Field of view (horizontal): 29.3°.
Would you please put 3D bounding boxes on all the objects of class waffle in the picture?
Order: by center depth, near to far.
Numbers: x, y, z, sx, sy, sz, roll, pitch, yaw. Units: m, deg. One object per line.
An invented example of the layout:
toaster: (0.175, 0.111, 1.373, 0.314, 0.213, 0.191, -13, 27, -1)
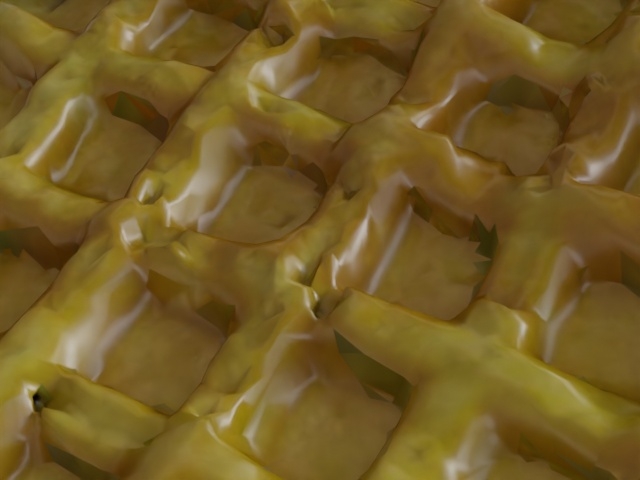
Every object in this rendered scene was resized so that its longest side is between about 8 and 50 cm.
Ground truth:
waffle: (0.000, 0.000, 0.398, 0.379, 0.095, 0.382, -14, -134, -1)
